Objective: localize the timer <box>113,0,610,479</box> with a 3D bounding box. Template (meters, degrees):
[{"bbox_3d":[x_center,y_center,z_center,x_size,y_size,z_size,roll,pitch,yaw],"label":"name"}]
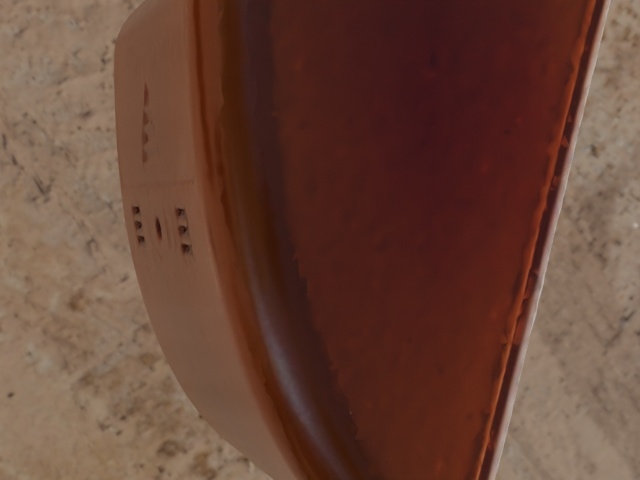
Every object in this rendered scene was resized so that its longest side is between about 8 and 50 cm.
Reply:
[{"bbox_3d":[0.000,0.000,0.521,0.161,0.257,0.250,-1,92,-19],"label":"timer"}]
